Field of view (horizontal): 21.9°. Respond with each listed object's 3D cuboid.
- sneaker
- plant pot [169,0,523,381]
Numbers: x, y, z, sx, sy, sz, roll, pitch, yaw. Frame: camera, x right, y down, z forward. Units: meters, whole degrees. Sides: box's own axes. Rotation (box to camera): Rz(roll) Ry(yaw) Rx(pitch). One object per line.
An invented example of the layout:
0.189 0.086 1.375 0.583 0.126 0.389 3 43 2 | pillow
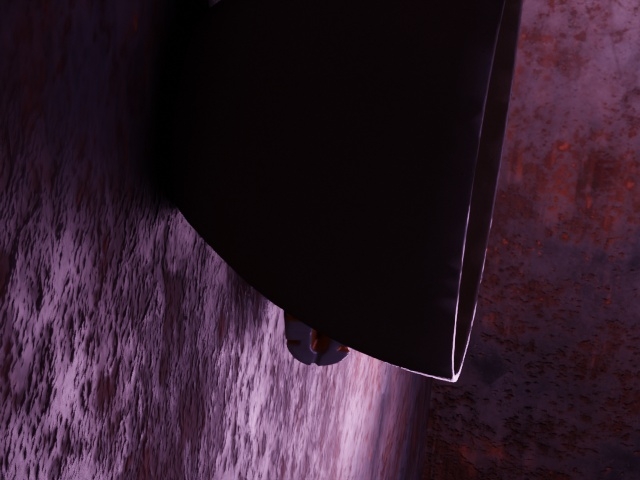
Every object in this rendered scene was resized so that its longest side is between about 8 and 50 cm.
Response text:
0.000 0.000 1.434 0.083 0.084 0.215 -94 -169 -63 | sneaker
0.014 -0.068 1.034 0.284 0.191 0.284 10 90 -81 | plant pot
